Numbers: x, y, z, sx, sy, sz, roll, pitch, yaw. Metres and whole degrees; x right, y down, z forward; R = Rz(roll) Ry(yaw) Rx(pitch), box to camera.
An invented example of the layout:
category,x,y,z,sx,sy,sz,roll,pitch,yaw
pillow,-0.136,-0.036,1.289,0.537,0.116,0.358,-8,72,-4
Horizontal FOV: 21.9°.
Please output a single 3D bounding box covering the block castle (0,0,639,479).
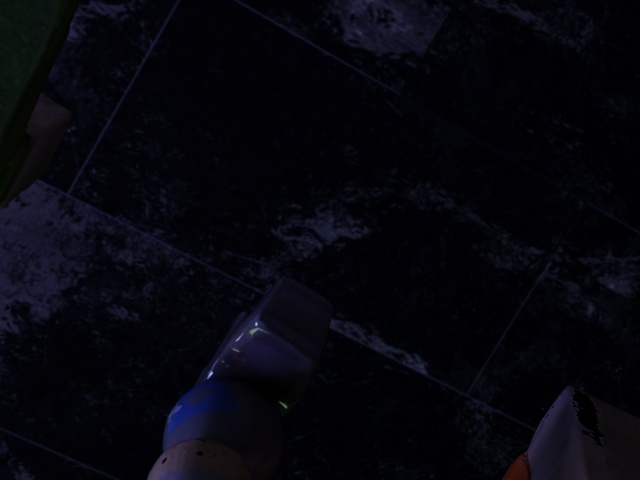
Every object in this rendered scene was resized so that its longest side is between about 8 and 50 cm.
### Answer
category,x,y,z,sx,sy,sz,roll,pitch,yaw
block castle,0.000,0.000,0.421,0.303,0.453,0.213,29,-167,-3
